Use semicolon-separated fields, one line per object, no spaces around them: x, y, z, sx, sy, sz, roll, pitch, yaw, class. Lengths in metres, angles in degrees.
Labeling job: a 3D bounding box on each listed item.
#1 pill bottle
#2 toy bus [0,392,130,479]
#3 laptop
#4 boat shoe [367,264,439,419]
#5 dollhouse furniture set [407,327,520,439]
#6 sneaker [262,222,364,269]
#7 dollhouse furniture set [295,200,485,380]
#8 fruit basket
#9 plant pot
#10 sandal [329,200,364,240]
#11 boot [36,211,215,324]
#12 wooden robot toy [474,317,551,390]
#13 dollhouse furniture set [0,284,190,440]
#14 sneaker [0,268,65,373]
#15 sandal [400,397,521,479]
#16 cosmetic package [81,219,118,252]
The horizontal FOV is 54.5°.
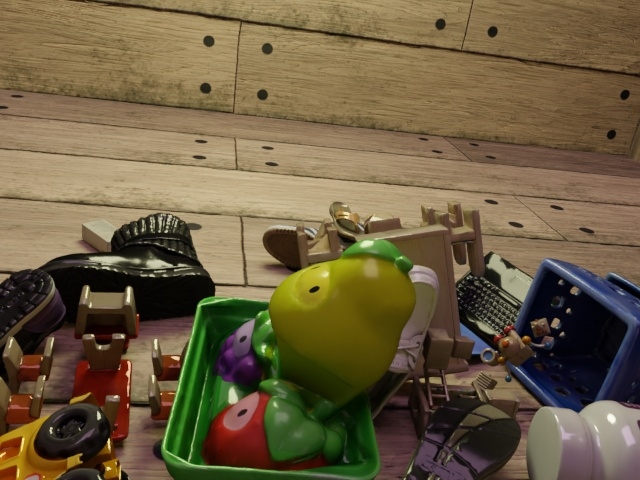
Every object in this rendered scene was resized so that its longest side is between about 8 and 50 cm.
0.458;0.318;0.872;0.302;0.169;0.169;9;24;0;pill bottle
-0.323;0.303;0.683;0.212;0.149;0.220;-13;32;-15;toy bus
0.322;0.122;1.295;0.264;0.136;0.234;-41;39;-5;laptop
0.116;0.170;0.962;0.098;0.277;0.096;14;27;-10;boat shoe
0.251;0.235;0.993;0.182;0.160;0.101;5;24;-6;dollhouse furniture set
0.000;0.000;1.513;0.283;0.099;0.153;13;28;-8;sneaker
0.148;0.085;1.237;0.363;0.256;0.394;-8;9;-2;dollhouse furniture set
-0.038;0.158;0.817;0.283;0.391;0.392;7;24;-6;fruit basket
0.510;0.187;1.125;0.212;0.235;0.236;5;23;-27;plant pot
0.066;-0.053;1.492;0.072;0.049;0.180;9;31;-21;sandal
-0.397;0.043;1.230;0.348;0.131;0.260;6;28;-33;boot
0.327;0.191;1.097;0.079;0.173;0.076;33;16;-47;wooden robot toy
-0.333;0.201;0.958;0.262;0.135;0.259;2;36;-14;dollhouse furniture set
-0.508;0.179;0.947;0.107;0.124;0.283;30;55;25;sneaker
0.175;0.329;0.865;0.120;0.086;0.303;29;45;27;sandal
-0.493;-0.006;1.426;0.115;0.041;0.060;28;30;37;cosmetic package
